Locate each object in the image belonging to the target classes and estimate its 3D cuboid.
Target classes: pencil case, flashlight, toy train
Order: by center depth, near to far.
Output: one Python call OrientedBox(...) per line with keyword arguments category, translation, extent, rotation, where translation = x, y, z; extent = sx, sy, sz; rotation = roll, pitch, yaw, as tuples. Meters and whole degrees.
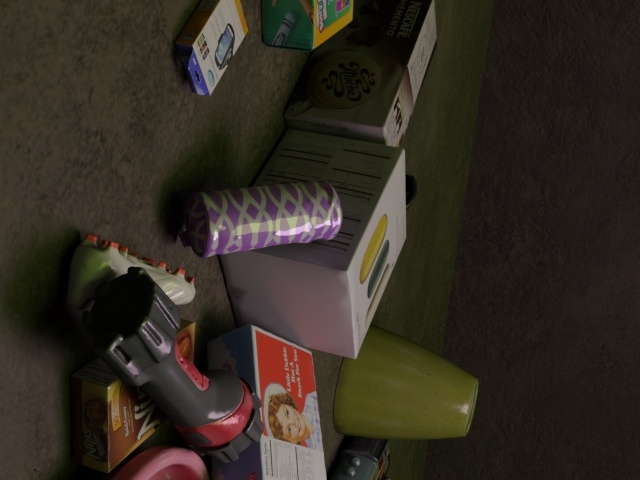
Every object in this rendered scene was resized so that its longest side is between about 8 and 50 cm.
OrientedBox(category="flashlight", translation=(-0.150, 0.140, 0.902), extent=(0.103, 0.103, 0.304), rotation=(-35, 141, -11))
OrientedBox(category="pencil case", translation=(-0.074, -0.026, 1.044), extent=(0.088, 0.206, 0.086), rotation=(-55, -131, 51))
OrientedBox(category="toy train", translation=(0.078, 0.606, 1.959), extent=(0.334, 0.142, 0.190), rotation=(-49, 138, -55))

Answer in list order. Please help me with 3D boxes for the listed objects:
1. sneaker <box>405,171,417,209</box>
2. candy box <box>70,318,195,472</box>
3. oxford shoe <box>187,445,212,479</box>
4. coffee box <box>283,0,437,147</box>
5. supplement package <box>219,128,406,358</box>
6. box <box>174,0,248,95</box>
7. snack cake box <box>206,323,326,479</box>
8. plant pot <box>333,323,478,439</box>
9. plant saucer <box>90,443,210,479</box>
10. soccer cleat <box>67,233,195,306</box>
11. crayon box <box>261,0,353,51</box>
OrientedBox(category="sneaker", translation=(0.118, -0.071, 1.646), extent=(0.330, 0.147, 0.130), rotation=(58, 46, -65))
OrientedBox(category="candy box", translation=(-0.212, 0.171, 0.959), extent=(0.186, 0.053, 0.109), rotation=(-36, 135, -62))
OrientedBox(category="oxford shoe", translation=(-0.094, 0.322, 1.290), extent=(0.363, 0.129, 0.133), rotation=(14, 82, -72))
OrientedBox(category="coffee box", translation=(0.075, -0.270, 1.368), extent=(0.119, 0.168, 0.297), rotation=(73, 34, -55))
OrientedBox(category="supplement package", translation=(0.000, 0.000, 1.253), extent=(0.199, 0.197, 0.263), rotation=(83, 26, -45))
OrientedBox(category="box", translation=(-0.132, -0.240, 0.993), extent=(0.081, 0.028, 0.136), rotation=(76, 33, -53))
OrientedBox(category="snack cake box", translation=(-0.074, 0.268, 1.146), extent=(0.152, 0.089, 0.265), rotation=(31, 43, -47))
OrientedBox(category="plant pot", translation=(0.214, 0.360, 1.955), extent=(0.274, 0.293, 0.275), rotation=(12, 90, -71))
OrientedBox(category="plant saucer", translation=(-0.238, 0.398, 0.967), extent=(0.332, 0.084, 0.332), rotation=(12, 90, -72))
OrientedBox(category="soccer cleat", translation=(-0.205, 0.051, 0.896), extent=(0.196, 0.068, 0.076), rotation=(32, 75, -63))
OrientedBox(category="crayon box", translation=(-0.015, -0.422, 1.145), extent=(0.165, 0.081, 0.279), rotation=(-51, 148, -54))
